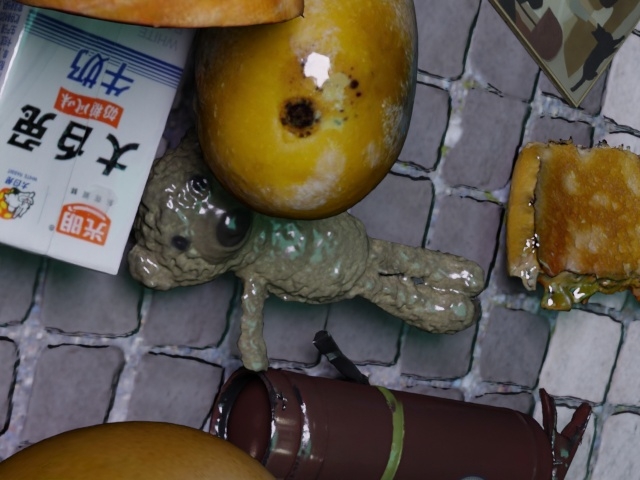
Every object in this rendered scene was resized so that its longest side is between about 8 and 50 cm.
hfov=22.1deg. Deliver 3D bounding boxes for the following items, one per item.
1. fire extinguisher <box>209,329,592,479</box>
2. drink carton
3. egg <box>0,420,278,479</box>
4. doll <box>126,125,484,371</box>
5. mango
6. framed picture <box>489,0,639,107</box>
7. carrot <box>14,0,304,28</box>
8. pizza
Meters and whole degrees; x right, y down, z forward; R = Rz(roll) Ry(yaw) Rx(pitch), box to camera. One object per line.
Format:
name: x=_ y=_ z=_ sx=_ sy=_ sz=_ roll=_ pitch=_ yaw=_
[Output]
fire extinguisher: x=0.081 y=0.157 z=1.315 sx=0.341 sy=0.105 sz=0.141 roll=11 pitch=94 yaw=-33
drink carton: x=-0.160 y=-0.144 z=1.087 sx=0.130 sy=0.106 sz=0.315 roll=19 pitch=88 yaw=-35
egg: x=-0.151 y=0.284 z=1.072 sx=0.282 sy=0.282 sz=0.351 roll=39 pitch=78 yaw=-34
doll: x=-0.009 y=0.015 z=1.210 sx=0.202 sy=0.091 sz=0.286 roll=-46 pitch=121 yaw=-9
mango: x=-0.004 y=-0.142 z=1.106 sx=0.146 sy=0.316 sz=0.193 roll=9 pitch=131 yaw=1
framed picture: x=0.201 y=-0.228 z=1.380 sx=0.136 sy=0.010 sz=0.201 roll=-53 pitch=124 yaw=-14
carrot: x=-0.142 y=-0.267 z=0.893 sx=0.214 sy=0.193 sz=0.331 roll=-7 pitch=113 yaw=11
pizza: x=0.239 y=-0.011 z=1.421 sx=0.226 sy=0.069 sz=0.147 roll=-1 pitch=78 yaw=-38
